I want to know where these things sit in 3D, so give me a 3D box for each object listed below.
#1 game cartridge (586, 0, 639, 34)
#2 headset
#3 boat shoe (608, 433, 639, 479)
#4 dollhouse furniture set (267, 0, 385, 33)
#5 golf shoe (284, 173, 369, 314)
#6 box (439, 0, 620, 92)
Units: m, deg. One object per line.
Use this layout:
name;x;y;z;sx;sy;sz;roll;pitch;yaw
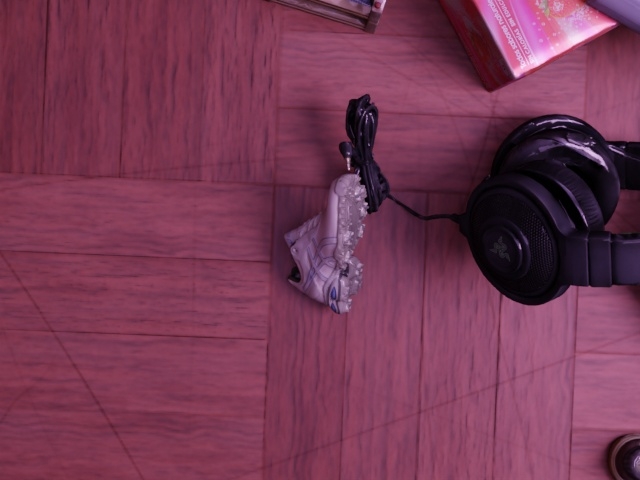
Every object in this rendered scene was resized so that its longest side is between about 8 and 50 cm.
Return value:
game cartridge;0.380;-0.323;1.138;0.196;0.060;0.294;27;85;-6
headset;0.216;-0.059;1.177;0.394;0.243;0.185;2;116;22
boat shoe;0.423;0.246;1.267;0.223;0.073;0.080;5;91;-2
dollhouse furniture set;0.024;-0.328;1.220;0.129;0.129;0.184;17;90;-2
golf shoe;0.000;0.000;1.218;0.086;0.069;0.176;19;133;15
box;0.174;-0.318;1.215;0.142;0.154;0.300;-28;93;-1
